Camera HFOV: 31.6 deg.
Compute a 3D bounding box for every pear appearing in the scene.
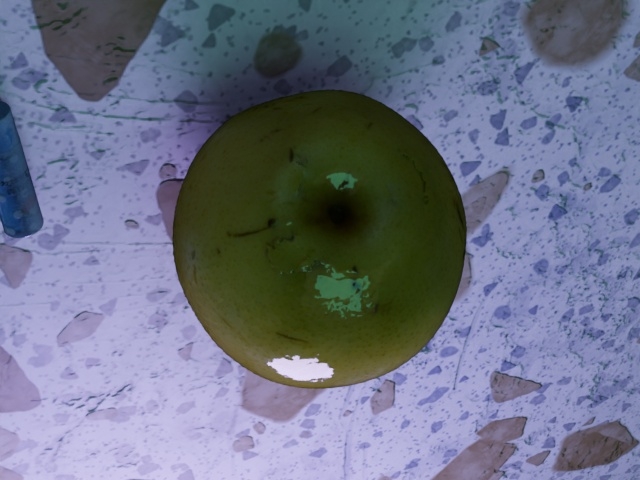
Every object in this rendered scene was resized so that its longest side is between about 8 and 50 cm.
[{"bbox_3d":[0.000,0.000,1.285,0.349,0.348,0.348,-14,134,-15],"label":"pear"}]

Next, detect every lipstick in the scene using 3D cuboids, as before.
[{"bbox_3d":[-0.344,-0.075,1.240,0.048,0.048,0.157,-16,131,-13],"label":"lipstick"}]
